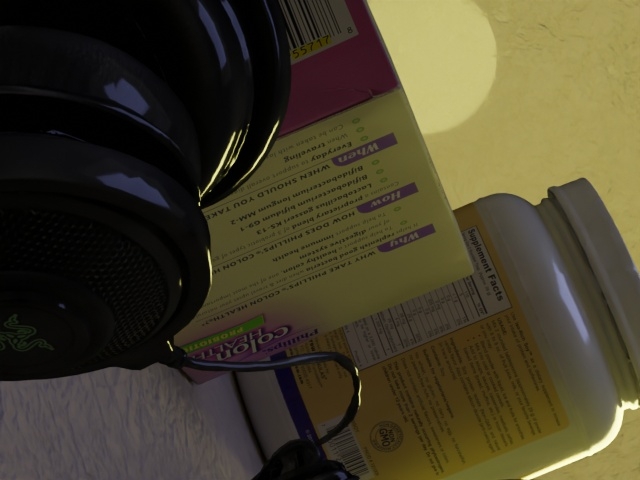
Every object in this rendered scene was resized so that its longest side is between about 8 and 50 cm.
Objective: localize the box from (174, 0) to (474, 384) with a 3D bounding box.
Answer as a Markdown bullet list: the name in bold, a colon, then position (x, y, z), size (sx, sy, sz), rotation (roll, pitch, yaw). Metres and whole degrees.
- **box**: position (-0.038, -0.036, 0.886), size (0.243, 0.213, 0.117), rotation (59, 10, -58)

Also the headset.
- **headset**: position (-0.113, -0.024, 0.539), size (0.394, 0.185, 0.243), rotation (55, 26, -21)

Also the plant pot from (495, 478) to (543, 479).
- **plant pot**: position (0.126, 0.326, 0.935), size (0.276, 0.276, 0.254), rotation (67, 16, 2)

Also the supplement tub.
- **supplement tub**: position (0.112, 0.103, 1.194), size (0.241, 0.331, 0.241), rotation (-23, 90, -86)
